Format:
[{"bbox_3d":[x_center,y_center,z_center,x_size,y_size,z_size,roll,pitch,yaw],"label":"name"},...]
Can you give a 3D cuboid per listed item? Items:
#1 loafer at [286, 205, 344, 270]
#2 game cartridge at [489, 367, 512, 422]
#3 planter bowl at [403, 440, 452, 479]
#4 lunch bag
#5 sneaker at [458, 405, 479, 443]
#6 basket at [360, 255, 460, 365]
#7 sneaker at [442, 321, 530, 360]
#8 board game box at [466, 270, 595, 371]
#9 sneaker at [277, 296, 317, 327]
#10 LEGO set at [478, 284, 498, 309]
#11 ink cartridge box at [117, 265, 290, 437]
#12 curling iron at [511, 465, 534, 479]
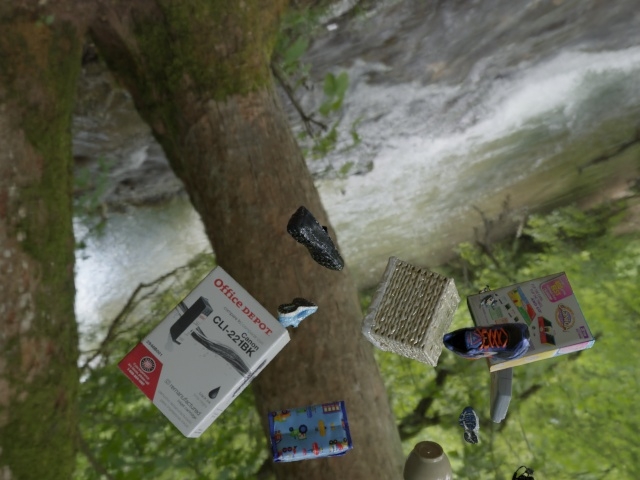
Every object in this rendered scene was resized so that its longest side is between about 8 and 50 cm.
[{"bbox_3d":[0.000,0.000,1.571,0.076,0.078,0.223,4,149,40],"label":"loafer"},{"bbox_3d":[0.668,0.492,2.323,0.062,0.297,0.198,5,131,13],"label":"game cartridge"},{"bbox_3d":[0.354,0.731,2.070,0.162,0.109,0.162,-2,-162,1],"label":"planter bowl"},{"bbox_3d":[-0.037,0.590,1.854,0.221,0.138,0.293,-7,151,-7],"label":"lunch bag"},{"bbox_3d":[0.428,0.518,1.804,0.052,0.135,0.058,2,-146,22],"label":"sneaker"},{"bbox_3d":[0.360,0.289,2.468,0.266,0.331,0.328,19,165,24],"label":"basket"},{"bbox_3d":[0.358,0.222,1.368,0.087,0.083,0.221,13,157,-34],"label":"sneaker"},{"bbox_3d":[0.642,0.250,1.947,0.316,0.242,0.064,-14,149,5],"label":"board game box"},{"bbox_3d":[-0.074,0.217,1.851,0.162,0.063,0.073,-11,121,-49],"label":"sneaker"},{"bbox_3d":[0.401,0.137,1.516,0.054,0.023,0.083,-24,125,-15],"label":"LEGO set"},{"bbox_3d":[-0.220,0.216,1.234,0.273,0.197,0.114,-46,169,-14],"label":"ink cartridge box"},{"bbox_3d":[0.527,0.643,1.556,0.068,0.035,0.274,-62,-178,9],"label":"curling iron"}]
